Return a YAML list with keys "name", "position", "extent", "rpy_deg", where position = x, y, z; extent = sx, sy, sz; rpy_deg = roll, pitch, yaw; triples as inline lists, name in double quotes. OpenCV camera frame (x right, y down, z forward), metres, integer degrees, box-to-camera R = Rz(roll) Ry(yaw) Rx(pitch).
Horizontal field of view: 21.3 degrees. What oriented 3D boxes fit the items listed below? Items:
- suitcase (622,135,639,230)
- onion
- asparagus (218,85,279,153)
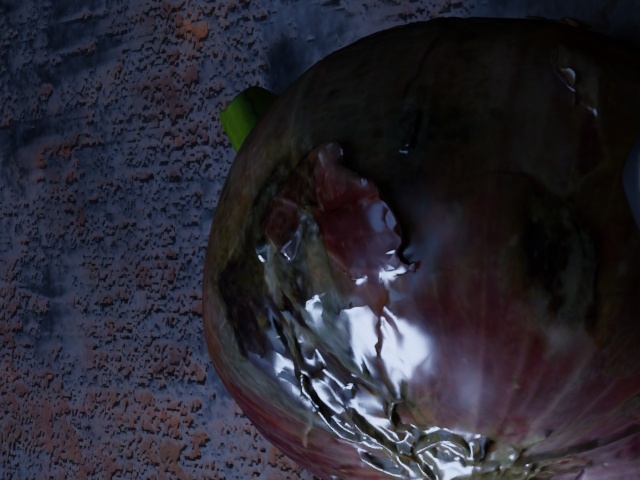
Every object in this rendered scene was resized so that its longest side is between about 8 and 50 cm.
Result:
- name: "suitcase"
  position: [0.325, 0.033, 0.711]
  extent: [0.339, 0.188, 0.345]
  rpy_deg: [-29, 90, 25]
- name: "onion"
  position: [0.105, 0.023, 0.965]
  extent: [0.353, 0.353, 0.354]
  rpy_deg: [8, 100, 50]
- name: "asparagus"
  position: [-0.001, 0.001, 1.301]
  extent: [0.060, 0.067, 0.278]
  rpy_deg: [98, 151, -59]
